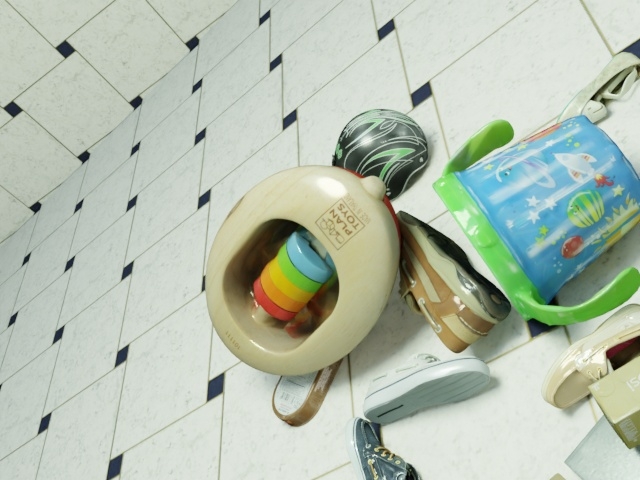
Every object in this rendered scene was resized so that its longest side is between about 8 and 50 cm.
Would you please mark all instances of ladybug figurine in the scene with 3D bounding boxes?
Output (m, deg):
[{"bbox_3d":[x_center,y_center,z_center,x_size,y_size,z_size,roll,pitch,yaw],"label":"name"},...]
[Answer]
[{"bbox_3d":[-0.020,0.043,1.246,0.449,0.305,0.162,-44,-9,38],"label":"ladybug figurine"}]

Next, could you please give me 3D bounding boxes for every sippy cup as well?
[{"bbox_3d":[0.309,-0.045,1.028,0.224,0.306,0.240,-34,-8,10],"label":"sippy cup"}]

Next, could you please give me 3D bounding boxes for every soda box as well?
[{"bbox_3d":[0.398,0.152,0.832,0.181,0.058,0.061,-33,33,8],"label":"soda box"}]

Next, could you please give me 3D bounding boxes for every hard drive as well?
[{"bbox_3d":[0.360,0.237,0.867,0.135,0.022,0.094,-51,33,3],"label":"hard drive"}]

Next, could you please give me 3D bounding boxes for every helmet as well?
[{"bbox_3d":[0.117,-0.173,1.435,0.162,0.169,0.169,-56,29,29],"label":"helmet"}]

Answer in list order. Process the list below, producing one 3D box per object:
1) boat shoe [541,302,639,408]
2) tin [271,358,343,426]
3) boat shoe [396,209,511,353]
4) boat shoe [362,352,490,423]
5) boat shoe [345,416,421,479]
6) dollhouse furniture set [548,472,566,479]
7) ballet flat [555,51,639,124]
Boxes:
[{"bbox_3d":[0.348,0.151,0.924,0.170,0.063,0.059,-47,28,9],"label":"boat shoe"},{"bbox_3d":[-0.022,0.237,1.332,0.106,0.040,0.190,8,67,49],"label":"tin"},{"bbox_3d":[0.171,0.058,1.174,0.120,0.122,0.324,-54,25,13],"label":"boat shoe"},{"bbox_3d":[0.147,0.201,1.108,0.226,0.083,0.076,-28,42,35],"label":"boat shoe"},{"bbox_3d":[0.095,0.326,1.085,0.083,0.065,0.183,-36,43,21],"label":"boat shoe"},{"bbox_3d":[0.277,0.375,0.831,0.144,0.123,0.151,-40,4,-2],"label":"dollhouse furniture set"},{"bbox_3d":[0.437,-0.224,1.168,0.168,0.057,0.052,-50,43,6],"label":"ballet flat"}]
